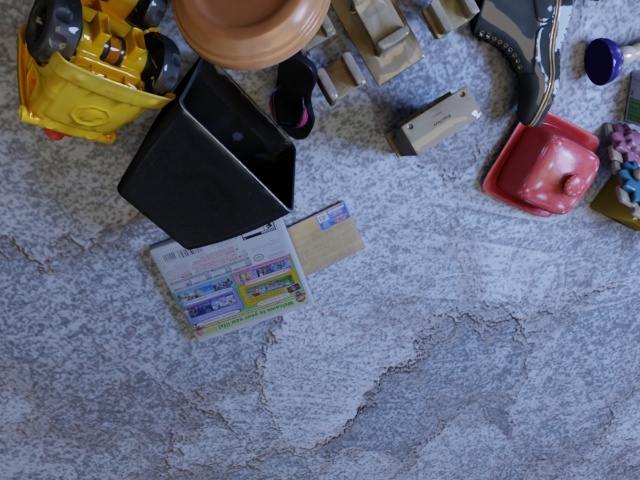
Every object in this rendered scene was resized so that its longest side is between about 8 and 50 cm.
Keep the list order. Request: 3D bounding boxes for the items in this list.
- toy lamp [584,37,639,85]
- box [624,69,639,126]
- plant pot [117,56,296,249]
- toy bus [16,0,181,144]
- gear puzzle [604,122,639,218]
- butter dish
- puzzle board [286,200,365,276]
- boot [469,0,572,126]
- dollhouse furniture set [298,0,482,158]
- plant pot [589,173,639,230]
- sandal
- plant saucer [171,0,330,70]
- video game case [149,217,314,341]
[{"bbox_3d":[0.548,-0.302,0.835,0.274,0.080,0.080,-15,119,-5],"label":"toy lamp"},{"bbox_3d":[0.558,-0.221,0.864,0.101,0.101,0.087,-10,118,-7],"label":"box"},{"bbox_3d":[-0.157,-0.102,0.740,0.167,0.188,0.187,-34,120,22],"label":"plant pot"},{"bbox_3d":[-0.289,-0.224,0.656,0.211,0.220,0.149,-28,156,36],"label":"toy bus"},{"bbox_3d":[0.614,-0.076,0.918,0.338,0.176,0.044,21,148,-21],"label":"gear puzzle"},{"bbox_3d":[0.372,-0.105,0.875,0.160,0.118,0.160,19,112,-21],"label":"butter dish"},{"bbox_3d":[0.000,0.000,0.912,0.128,0.011,0.096,-26,118,1],"label":"puzzle board"},{"bbox_3d":[0.273,-0.270,0.804,0.136,0.077,0.198,2,103,-8],"label":"boot"},{"bbox_3d":[0.102,-0.245,0.763,0.212,0.161,0.242,-31,96,5],"label":"dollhouse furniture set"},{"bbox_3d":[0.541,-0.061,0.953,0.081,0.083,0.081,21,110,-22],"label":"plant pot"},{"bbox_3d":[-0.041,-0.181,0.737,0.067,0.179,0.040,23,72,2],"label":"sandal"},{"bbox_3d":[-0.087,-0.303,0.657,0.199,0.037,0.200,-1,83,10],"label":"plant saucer"},{"bbox_3d":[-0.138,0.058,0.898,0.212,0.023,0.193,-19,119,2],"label":"video game case"}]
